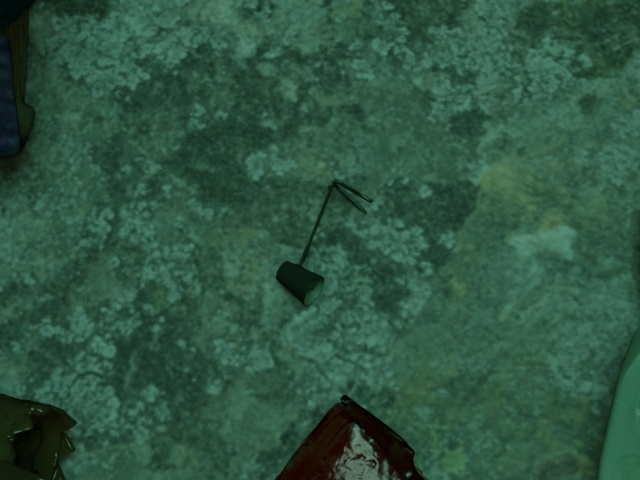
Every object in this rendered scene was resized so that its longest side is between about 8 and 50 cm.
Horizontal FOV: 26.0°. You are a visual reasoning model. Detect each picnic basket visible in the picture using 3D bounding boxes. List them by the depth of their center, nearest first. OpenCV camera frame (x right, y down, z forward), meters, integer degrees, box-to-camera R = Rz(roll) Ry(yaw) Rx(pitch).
[{"bbox_3d":[-0.251,0.209,1.191,0.178,0.128,0.138,14,75,22],"label":"picnic basket"}]

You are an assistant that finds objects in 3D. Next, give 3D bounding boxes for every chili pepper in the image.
[{"bbox_3d":[-0.003,0.272,1.189,0.253,0.136,0.144,-48,120,-7],"label":"chili pepper"}]

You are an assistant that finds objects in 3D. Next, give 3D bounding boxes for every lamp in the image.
[{"bbox_3d":[-0.001,0.001,1.329,0.054,0.041,0.121,31,75,21],"label":"lamp"}]

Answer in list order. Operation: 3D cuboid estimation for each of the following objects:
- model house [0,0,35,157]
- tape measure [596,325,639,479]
[{"bbox_3d":[-0.382,-0.214,1.271,0.245,0.312,0.280,-1,66,-3],"label":"model house"},{"bbox_3d":[0.362,0.100,1.224,0.215,0.098,0.351,-4,59,39],"label":"tape measure"}]
